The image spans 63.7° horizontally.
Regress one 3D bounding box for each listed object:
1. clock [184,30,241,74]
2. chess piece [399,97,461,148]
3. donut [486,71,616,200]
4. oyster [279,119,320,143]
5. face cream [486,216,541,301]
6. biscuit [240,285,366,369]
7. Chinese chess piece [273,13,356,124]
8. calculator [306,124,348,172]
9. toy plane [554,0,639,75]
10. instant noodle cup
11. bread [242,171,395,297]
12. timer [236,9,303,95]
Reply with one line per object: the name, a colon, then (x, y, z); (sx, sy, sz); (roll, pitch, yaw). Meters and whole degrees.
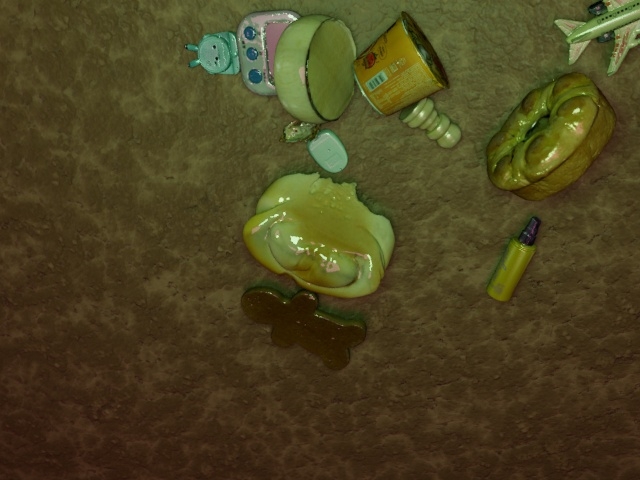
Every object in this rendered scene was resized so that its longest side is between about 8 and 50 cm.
clock: (-0.284, -0.496, 1.374); (0.147, 0.045, 0.108); (-1, 116, 7)
chess piece: (0.303, -0.312, 1.385); (0.170, 0.094, 0.094); (34, 116, -20)
donut: (0.561, -0.254, 1.277); (0.150, 0.300, 0.317); (27, 150, -20)
oyster: (-0.059, -0.312, 1.449); (0.132, 0.029, 0.086); (7, 92, 26)
face cream: (0.586, 0.054, 1.538); (0.078, 0.078, 0.274); (16, 118, -2)
biscuit: (-0.061, 0.265, 1.730); (0.431, 0.064, 0.283); (26, 126, -5)
Chinese chess piece: (-0.008, -0.416, 1.266); (0.104, 0.257, 0.258); (14, 122, 30)
calculator: (0.016, -0.261, 1.473); (0.095, 0.021, 0.153); (-33, 110, 20)
toy plane: (0.701, -0.526, 1.212); (0.256, 0.104, 0.242); (-24, 110, 17)
instant noodle cup: (0.194, -0.422, 1.275); (0.172, 0.216, 0.216); (-29, 111, 29)
bread: (0.005, -0.008, 1.479); (0.423, 0.245, 0.329); (26, 117, -2)
timer: (-0.117, -0.487, 1.345); (0.190, 0.069, 0.209); (0, 116, 7)
